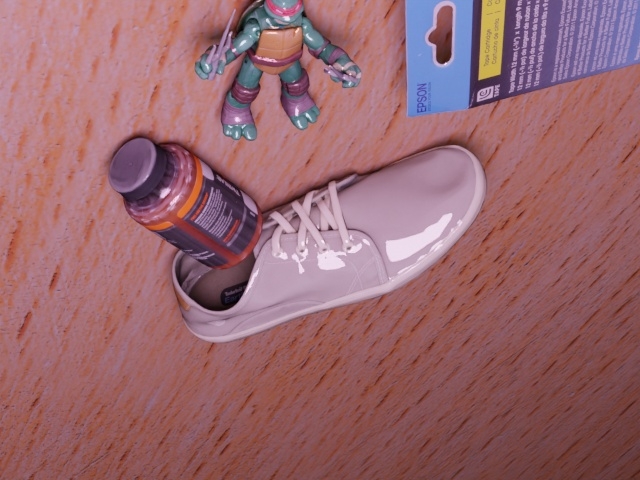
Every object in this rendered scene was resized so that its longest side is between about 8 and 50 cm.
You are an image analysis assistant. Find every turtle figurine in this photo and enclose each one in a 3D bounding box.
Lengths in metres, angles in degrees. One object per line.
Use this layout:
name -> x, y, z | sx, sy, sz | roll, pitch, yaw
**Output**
turtle figurine -> -0.045, -0.196, 1.146 | 0.175, 0.118, 0.234 | 3, 155, -7

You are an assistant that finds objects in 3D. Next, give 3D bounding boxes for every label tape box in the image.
label tape box -> 0.244, -0.287, 1.174 | 0.347, 0.115, 0.249 | -14, 143, -5

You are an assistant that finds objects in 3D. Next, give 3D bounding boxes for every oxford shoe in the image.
oxford shoe -> 0.000, 0.000, 1.380 | 0.449, 0.169, 0.130 | -24, 142, 13

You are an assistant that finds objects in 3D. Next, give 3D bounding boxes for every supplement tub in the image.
supplement tub -> -0.161, -0.047, 1.285 | 0.106, 0.106, 0.198 | -33, 142, 16
